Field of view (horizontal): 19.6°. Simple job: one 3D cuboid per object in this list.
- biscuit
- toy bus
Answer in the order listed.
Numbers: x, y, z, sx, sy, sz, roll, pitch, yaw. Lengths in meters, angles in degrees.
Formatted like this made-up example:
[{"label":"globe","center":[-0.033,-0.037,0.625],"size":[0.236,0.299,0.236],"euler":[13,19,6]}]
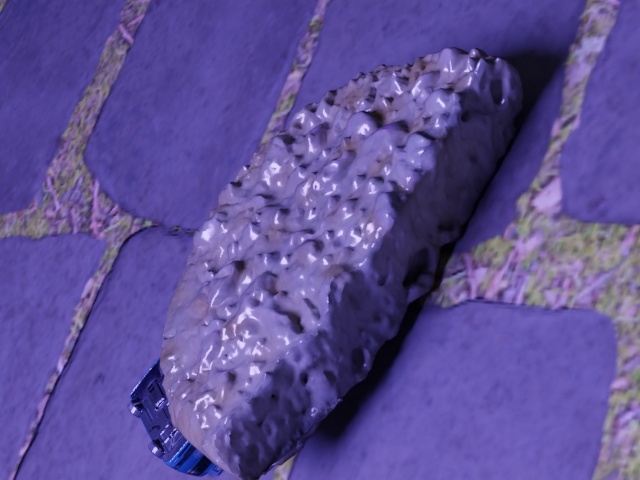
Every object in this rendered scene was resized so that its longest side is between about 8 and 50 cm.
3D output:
[{"label":"biscuit","center":[0.000,0.000,1.098],"size":[0.281,0.084,0.179],"euler":[-53,35,-5]},{"label":"toy bus","center":[-0.086,0.111,1.150],"size":[0.038,0.046,0.083],"euler":[-50,35,9]}]
